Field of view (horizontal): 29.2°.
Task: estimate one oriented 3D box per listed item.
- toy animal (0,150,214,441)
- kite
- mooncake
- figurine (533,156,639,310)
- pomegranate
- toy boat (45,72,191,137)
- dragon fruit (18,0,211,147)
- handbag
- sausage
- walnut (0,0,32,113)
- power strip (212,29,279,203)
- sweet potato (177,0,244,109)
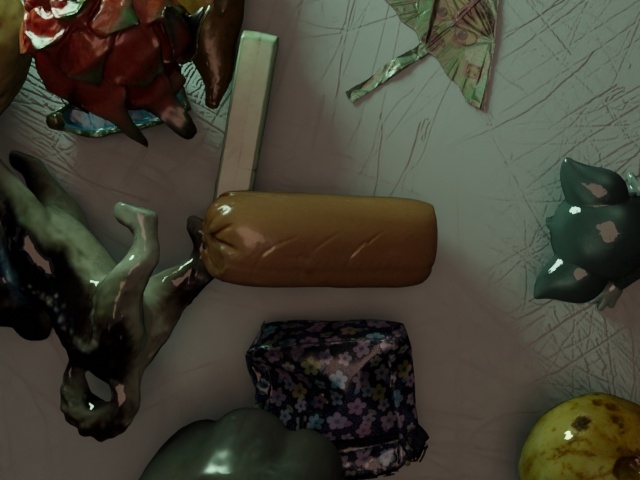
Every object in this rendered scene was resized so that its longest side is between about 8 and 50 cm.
[{"bbox_3d":[-0.336,0.068,1.541,0.344,0.194,0.303,20,93,17],"label":"toy animal"},{"bbox_3d":[0.141,-0.257,1.631,0.250,0.012,0.229,-37,91,2],"label":"kite"},{"bbox_3d":[-0.097,0.351,1.530,0.306,0.154,0.306,8,126,11],"label":"mooncake"},{"bbox_3d":[0.409,0.021,1.583,0.265,0.140,0.193,24,109,13],"label":"figurine"},{"bbox_3d":[0.357,0.304,1.565,0.215,0.215,0.215,0,92,0],"label":"pomegranate"},{"bbox_3d":[-0.263,-0.175,1.599,0.185,0.077,0.075,-12,93,0],"label":"toy boat"},{"bbox_3d":[-0.246,-0.235,1.489,0.274,0.193,0.192,47,66,-40],"label":"dragon fruit"},{"bbox_3d":[0.022,0.206,1.586,0.228,0.127,0.208,-3,106,7],"label":"handbag"},{"bbox_3d":[-0.001,0.000,1.544,0.304,0.121,0.121,1,92,-22],"label":"sausage"},{"bbox_3d":[-0.511,-0.232,1.501,0.313,0.277,0.252,-47,124,-33],"label":"walnut"},{"bbox_3d":[-0.101,-0.123,1.594,0.053,0.093,0.288,10,91,-4],"label":"power strip"},{"bbox_3d":[-0.148,-0.346,1.580,0.112,0.112,0.359,-2,88,0],"label":"sweet potato"}]
